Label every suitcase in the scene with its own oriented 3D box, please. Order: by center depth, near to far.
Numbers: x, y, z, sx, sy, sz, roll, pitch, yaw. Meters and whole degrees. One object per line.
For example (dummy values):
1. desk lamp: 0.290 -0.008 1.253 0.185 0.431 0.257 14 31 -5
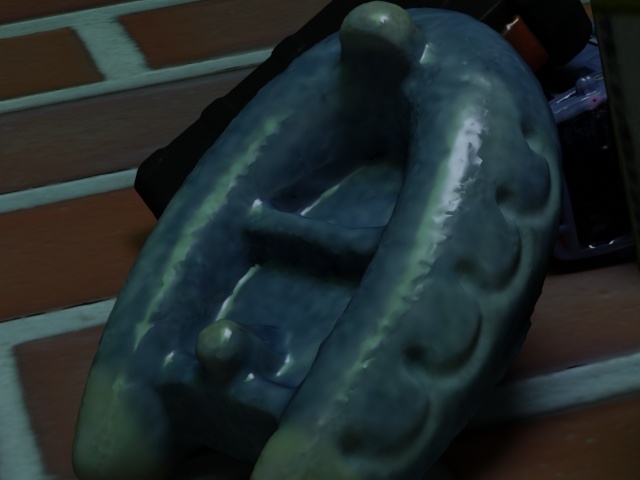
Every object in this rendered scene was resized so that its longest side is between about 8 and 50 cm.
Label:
1. suitcase: 0.020 -0.084 1.194 0.285 0.066 0.206 -42 28 -1

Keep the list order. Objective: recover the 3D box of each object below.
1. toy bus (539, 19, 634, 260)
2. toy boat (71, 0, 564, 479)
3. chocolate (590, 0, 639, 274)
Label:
1. toy bus: 0.157 -0.072 1.214 0.133 0.125 0.292 -25 26 -15
2. toy boat: 0.000 0.000 0.967 0.215 0.123 0.330 14 58 40
3. chocolate: 0.283 -0.037 0.906 0.289 0.301 0.137 -18 12 -27
